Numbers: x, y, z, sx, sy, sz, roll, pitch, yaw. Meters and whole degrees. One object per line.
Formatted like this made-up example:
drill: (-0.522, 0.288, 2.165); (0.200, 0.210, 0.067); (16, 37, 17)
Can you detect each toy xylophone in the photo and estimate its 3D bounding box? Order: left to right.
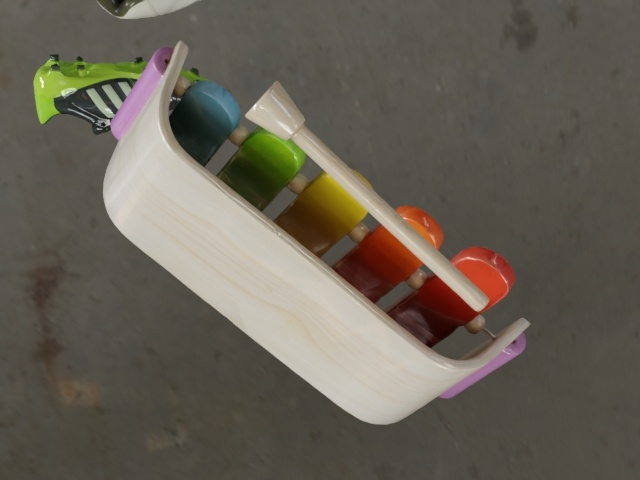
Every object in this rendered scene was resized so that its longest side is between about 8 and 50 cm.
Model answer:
toy xylophone: (0.000, 0.000, 1.003); (0.322, 0.236, 0.081); (44, 54, -12)

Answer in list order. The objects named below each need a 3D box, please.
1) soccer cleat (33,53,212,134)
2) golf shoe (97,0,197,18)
soccer cleat: (-0.192, -0.141, 1.501); (0.178, 0.072, 0.060); (3, 29, -7)
golf shoe: (-0.046, -0.156, 0.545); (0.069, 0.176, 0.086); (23, 41, 20)
